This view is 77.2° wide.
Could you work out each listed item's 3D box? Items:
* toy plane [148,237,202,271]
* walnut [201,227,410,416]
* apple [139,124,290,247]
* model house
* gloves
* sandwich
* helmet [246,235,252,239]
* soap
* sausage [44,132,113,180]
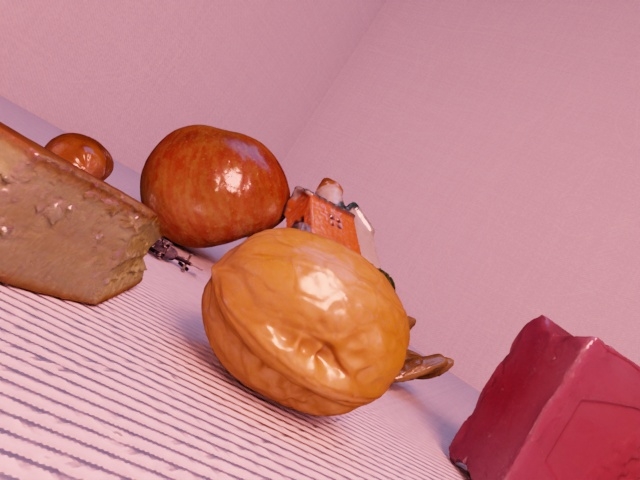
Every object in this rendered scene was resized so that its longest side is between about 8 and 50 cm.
[{"bbox_3d":[-0.242,0.019,0.639,0.120,0.031,0.049,30,-11,-4],"label":"toy plane"},{"bbox_3d":[-0.013,0.076,0.380,0.206,0.159,0.159,34,-3,-19],"label":"walnut"},{"bbox_3d":[-0.218,-0.121,0.856,0.277,0.250,0.309,-9,8,42],"label":"apple"},{"bbox_3d":[0.000,0.000,0.856,0.271,0.190,0.301,25,45,-32],"label":"model house"},{"bbox_3d":[0.126,0.193,0.766,0.331,0.141,0.154,45,2,-35],"label":"gloves"},{"bbox_3d":[-0.212,-0.019,0.312,0.096,0.094,0.258,29,-6,36],"label":"sandwich"},{"bbox_3d":[-0.107,0.057,1.010,0.198,0.154,0.253,31,-19,-20],"label":"helmet"},{"bbox_3d":[0.383,0.292,0.521,0.359,0.233,0.128,33,-1,-7],"label":"soap"},{"bbox_3d":[-0.442,-0.145,0.737,0.108,0.109,0.270,34,-3,-28],"label":"sausage"}]
